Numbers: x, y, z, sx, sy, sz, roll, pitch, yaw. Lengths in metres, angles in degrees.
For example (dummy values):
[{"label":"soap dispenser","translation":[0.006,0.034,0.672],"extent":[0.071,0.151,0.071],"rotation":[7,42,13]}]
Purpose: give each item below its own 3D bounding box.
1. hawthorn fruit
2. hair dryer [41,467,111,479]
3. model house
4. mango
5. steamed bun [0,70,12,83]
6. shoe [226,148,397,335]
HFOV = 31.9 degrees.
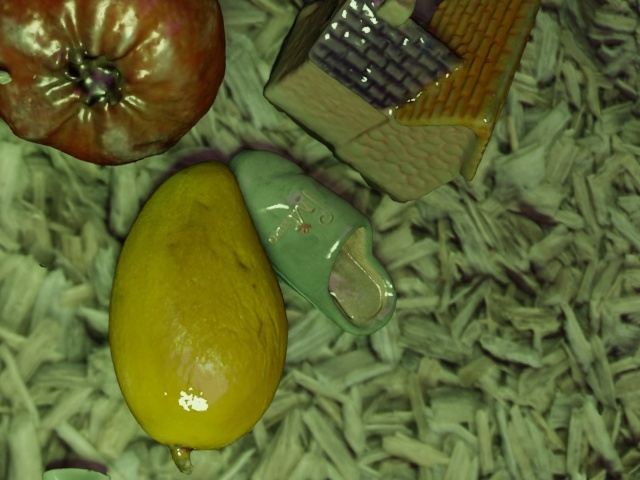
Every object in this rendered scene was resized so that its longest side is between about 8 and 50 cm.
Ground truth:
[{"label":"hawthorn fruit","translation":[-0.210,-0.207,1.072],"extent":[0.242,0.242,0.271],"rotation":[23,26,-23]},{"label":"hair dryer","translation":[-0.302,0.297,0.967],"extent":[0.237,0.075,0.206],"rotation":[7,66,-20]},{"label":"model house","translation":[0.106,-0.200,1.225],"extent":[0.237,0.237,0.202],"rotation":[38,63,-16]},{"label":"mango","translation":[-0.117,0.067,1.094],"extent":[0.177,0.119,0.316],"rotation":[4,72,-20]},{"label":"steamed bun","translation":[-0.360,-0.121,0.943],"extent":[0.153,0.239,0.170],"rotation":[-12,85,-45]},{"label":"shoe","translation":[0.000,0.000,1.191],"extent":[0.251,0.100,0.103],"rotation":[47,61,-14]}]
